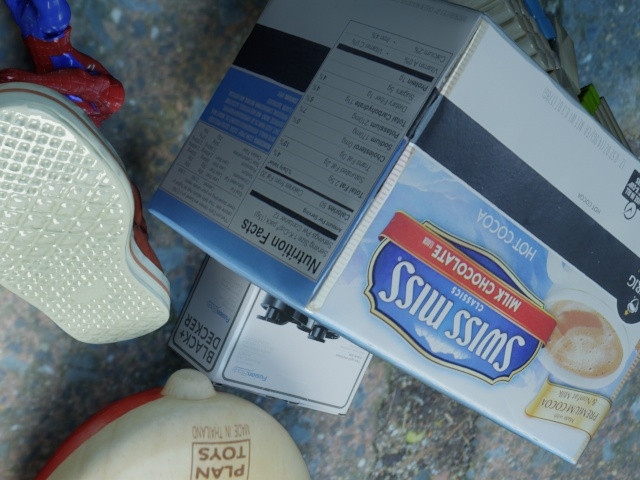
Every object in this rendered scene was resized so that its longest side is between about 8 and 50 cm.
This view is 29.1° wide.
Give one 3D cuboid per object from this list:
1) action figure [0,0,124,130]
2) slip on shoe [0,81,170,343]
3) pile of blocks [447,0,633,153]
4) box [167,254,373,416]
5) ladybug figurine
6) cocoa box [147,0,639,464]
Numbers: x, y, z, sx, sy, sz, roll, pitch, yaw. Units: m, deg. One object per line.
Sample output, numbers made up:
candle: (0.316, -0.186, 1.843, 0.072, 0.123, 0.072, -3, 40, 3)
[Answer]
action figure: (-0.227, -0.153, 0.868, 0.139, 0.091, 0.280, -43, 130, -34)
slip on shoe: (-0.183, -0.023, 0.880, 0.123, 0.101, 0.331, -16, 156, 0)
pile of blocks: (0.175, -0.158, 1.181, 0.112, 0.149, 0.362, -25, 124, 26)
box: (0.000, 0.000, 1.110, 0.169, 0.087, 0.290, 19, 96, -40)
ladybug figurine: (-0.158, 0.310, 1.071, 0.305, 0.162, 0.449, 5, 108, -36)
cocoa box: (0.091, -0.014, 0.961, 0.347, 0.231, 0.228, 33, 87, -41)
